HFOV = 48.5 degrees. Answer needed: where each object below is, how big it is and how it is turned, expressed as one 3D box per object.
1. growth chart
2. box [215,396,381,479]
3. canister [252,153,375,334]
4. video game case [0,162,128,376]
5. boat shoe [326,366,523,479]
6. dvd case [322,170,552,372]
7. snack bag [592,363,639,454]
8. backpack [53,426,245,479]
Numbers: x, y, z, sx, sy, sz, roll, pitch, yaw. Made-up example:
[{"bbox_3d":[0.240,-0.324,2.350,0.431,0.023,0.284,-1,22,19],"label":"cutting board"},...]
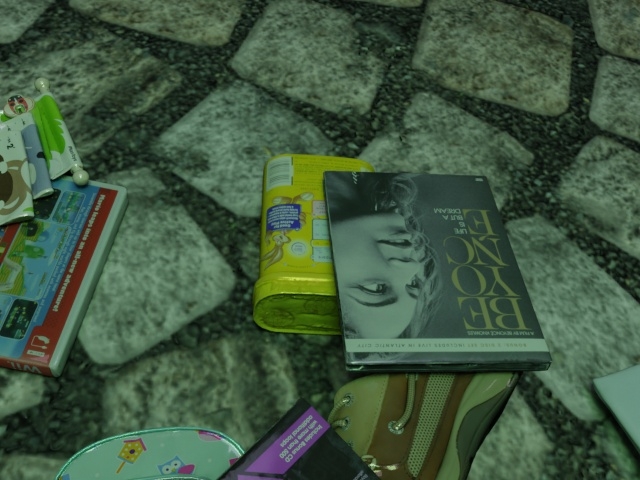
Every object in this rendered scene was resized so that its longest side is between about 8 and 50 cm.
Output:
[{"bbox_3d":[-0.346,-0.063,0.684,0.237,0.021,0.172,-25,64,-23],"label":"growth chart"},{"bbox_3d":[0.004,0.192,0.426,0.162,0.029,0.116,45,58,9],"label":"box"},{"bbox_3d":[0.000,0.000,0.693,0.126,0.073,0.170,4,54,-7],"label":"canister"},{"bbox_3d":[-0.349,0.006,0.663,0.285,0.025,0.204,11,54,-1],"label":"video game case"},{"bbox_3d":[0.063,0.164,0.573,0.120,0.123,0.324,28,48,17],"label":"boat shoe"},{"bbox_3d":[0.092,0.018,0.622,0.164,0.018,0.221,1,47,-8],"label":"dvd case"},{"bbox_3d":[0.457,0.213,0.596,0.323,0.037,0.343,-15,50,-11],"label":"snack bag"},{"bbox_3d":[-0.111,0.222,0.482,0.165,0.144,0.188,-7,55,-9],"label":"backpack"}]
